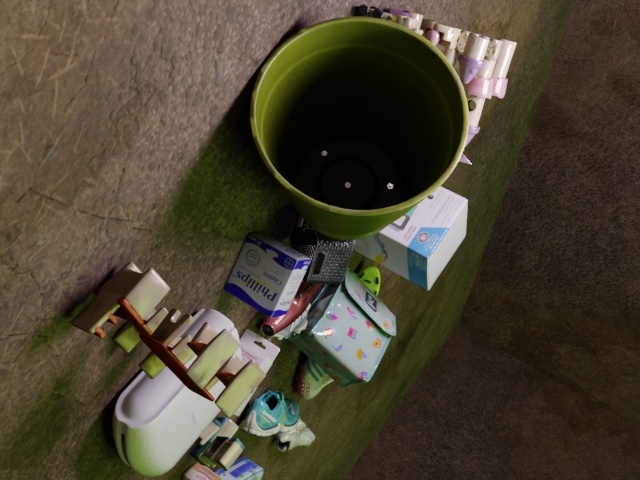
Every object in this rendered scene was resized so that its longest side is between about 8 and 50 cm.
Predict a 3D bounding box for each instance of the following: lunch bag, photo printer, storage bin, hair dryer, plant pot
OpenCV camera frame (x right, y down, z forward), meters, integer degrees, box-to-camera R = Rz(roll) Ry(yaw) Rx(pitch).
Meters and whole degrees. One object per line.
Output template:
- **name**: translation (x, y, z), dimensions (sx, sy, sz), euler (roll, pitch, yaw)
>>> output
- **lunch bag**: translation (0.079, 0.228, 2.177), dimensions (0.160, 0.223, 0.262), euler (-25, -155, 55)
- **photo printer**: translation (-0.284, 0.316, 1.601), dimensions (0.307, 0.107, 0.256), euler (-48, 157, -32)
- **storage bin**: translation (0.000, 0.000, 1.746), dimensions (0.180, 0.084, 0.122), euler (-110, -150, -52)
- **lunch bag**: translation (-0.254, 0.700, 2.230), dimensions (0.176, 0.090, 0.219), euler (-64, 160, 11)
- **hair dryer**: translation (-0.041, 0.105, 1.883), dimensions (0.293, 0.080, 0.223), euler (-51, 175, -11)
- **plant pot**: translation (0.062, -0.164, 1.506), dimensions (0.366, 0.366, 0.353), euler (-55, 172, -15)

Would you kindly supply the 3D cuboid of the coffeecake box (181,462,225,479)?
- **coffeecake box**: translation (-0.294, 0.677, 2.019), dimensions (0.068, 0.142, 0.186), euler (-27, 142, -58)

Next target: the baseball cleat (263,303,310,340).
- **baseball cleat**: translation (-0.085, 0.186, 1.996), dimensions (0.206, 0.072, 0.110), euler (-5, 108, -72)

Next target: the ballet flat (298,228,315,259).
- **ballet flat**: translation (-0.016, -0.007, 1.920), dimensions (0.168, 0.057, 0.052), euler (-53, 132, -29)

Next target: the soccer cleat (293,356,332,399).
- **soccer cleat**: translation (0.013, 0.380, 2.364), dimensions (0.116, 0.143, 0.331), euler (-42, 154, -42)

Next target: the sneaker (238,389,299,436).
- **sneaker**: translation (-0.123, 0.471, 2.229), dimensions (0.275, 0.107, 0.110), euler (7, 102, -69)

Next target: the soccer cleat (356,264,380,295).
- **soccer cleat**: translation (0.115, 0.190, 2.477), dimensions (0.121, 0.093, 0.289), euler (-89, -168, -63)

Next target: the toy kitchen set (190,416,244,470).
- **toy kitchen set**: translation (-0.265, 0.435, 1.886), dimensions (0.122, 0.166, 0.207), euler (-50, -166, -26)

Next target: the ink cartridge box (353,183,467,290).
- **ink cartridge box**: translation (0.214, -0.045, 2.084), dimensions (0.198, 0.270, 0.197), euler (-54, 158, -19)

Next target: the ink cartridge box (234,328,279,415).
- **ink cartridge box**: translation (-0.185, 0.292, 1.818), dimensions (0.180, 0.104, 0.060), euler (-58, 159, -10)

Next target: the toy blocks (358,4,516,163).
- **toy blocks**: translation (0.218, -0.325, 1.681), dimensions (0.309, 0.288, 0.260), euler (-27, 136, -63)

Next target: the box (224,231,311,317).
- **box**: translation (-0.110, 0.071, 1.663), dimensions (0.137, 0.126, 0.072), euler (-66, 161, 12)

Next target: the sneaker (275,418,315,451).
- **sneaker**: translation (-0.094, 0.621, 2.545), dimensions (0.115, 0.090, 0.232), euler (-49, 149, -13)

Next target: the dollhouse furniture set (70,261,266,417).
- **dollhouse furniture set**: translation (-0.261, 0.171, 1.293), dimensions (0.135, 0.262, 0.259), euler (-50, 124, -23)
